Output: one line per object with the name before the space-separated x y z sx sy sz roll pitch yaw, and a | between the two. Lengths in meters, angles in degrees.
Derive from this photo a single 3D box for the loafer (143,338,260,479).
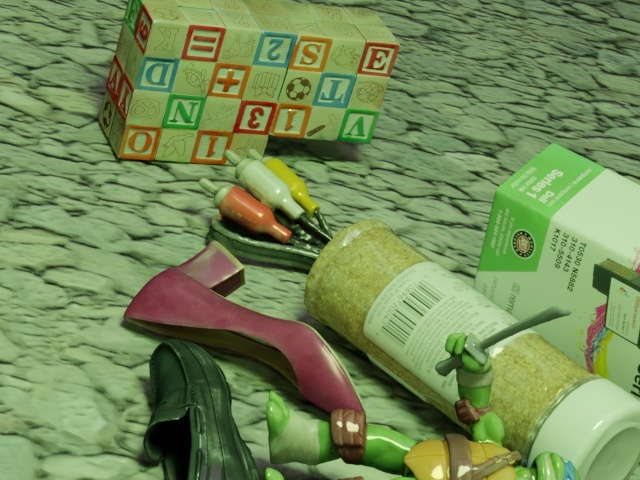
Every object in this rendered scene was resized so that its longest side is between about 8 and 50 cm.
loafer | -0.115 0.161 1.717 0.078 0.076 0.223 10 33 -28

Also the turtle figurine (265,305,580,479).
turtle figurine | 0.087 0.165 1.656 0.266 0.197 0.274 -2 -12 1

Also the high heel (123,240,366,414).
high heel | -0.070 0.108 1.862 0.117 0.082 0.244 -38 70 -19

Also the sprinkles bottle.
sprinkles bottle | 0.142 0.112 1.875 0.121 0.121 0.355 -15 40 -43

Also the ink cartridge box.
ink cartridge box | 0.293 0.065 1.903 0.278 0.201 0.117 29 41 24

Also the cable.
cable | 0.000 0.000 2.057 0.287 0.072 0.139 29 37 20

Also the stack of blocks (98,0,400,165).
stack of blocks | -0.079 -0.175 2.216 0.297 0.171 0.087 2 32 -25
